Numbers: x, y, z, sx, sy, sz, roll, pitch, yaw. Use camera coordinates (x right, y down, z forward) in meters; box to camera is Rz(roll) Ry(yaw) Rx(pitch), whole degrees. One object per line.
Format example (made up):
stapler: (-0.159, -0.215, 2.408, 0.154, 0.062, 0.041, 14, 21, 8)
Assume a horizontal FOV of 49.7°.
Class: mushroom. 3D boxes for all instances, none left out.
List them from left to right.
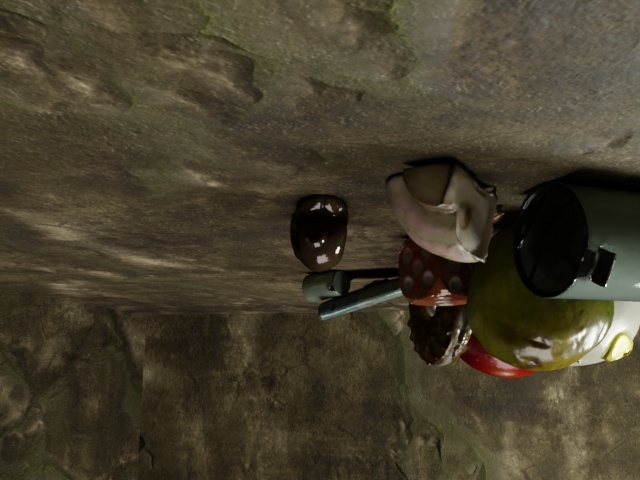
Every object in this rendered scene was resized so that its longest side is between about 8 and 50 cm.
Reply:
mushroom: (0.203, -0.035, 1.255, 0.173, 0.162, 0.236, -9, 164, 31)

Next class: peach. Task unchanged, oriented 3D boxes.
peach: (0.613, 0.296, 2.405, 0.388, 0.388, 0.388, 0, 169, 0)

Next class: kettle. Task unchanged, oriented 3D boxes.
kettle: (0.030, 0.157, 2.380, 0.148, 0.098, 0.127, -15, 156, 42)

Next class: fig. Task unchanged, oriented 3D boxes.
fig: (0.488, 0.114, 1.565, 0.343, 0.343, 0.343, 0, 169, 0)

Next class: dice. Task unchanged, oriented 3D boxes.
dice: (0.313, 0.071, 1.754, 0.174, 0.175, 0.179, 8, 163, -31)

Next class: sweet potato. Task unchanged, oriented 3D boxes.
sweet potato: (0.368, -0.052, 1.491, 0.034, 0.034, 0.095, 3, 167, -12)

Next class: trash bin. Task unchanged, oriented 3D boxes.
trash bin: (0.538, 0.008, 1.313, 0.263, 0.217, 0.277, 4, -158, -18)

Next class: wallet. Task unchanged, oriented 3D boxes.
wallet: (0.184, 0.185, 2.389, 0.360, 0.083, 0.252, -18, 178, 18)

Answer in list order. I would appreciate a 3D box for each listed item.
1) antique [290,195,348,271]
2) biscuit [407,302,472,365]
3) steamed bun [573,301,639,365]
antique: (0.000, 0.000, 1.499, 0.121, 0.143, 0.257, 0, 171, -7)
biscuit: (0.353, 0.199, 2.020, 0.103, 0.332, 0.332, 9, 167, -14)
steamed bun: (0.654, 0.171, 1.845, 0.374, 0.334, 0.334, -5, 167, 17)
